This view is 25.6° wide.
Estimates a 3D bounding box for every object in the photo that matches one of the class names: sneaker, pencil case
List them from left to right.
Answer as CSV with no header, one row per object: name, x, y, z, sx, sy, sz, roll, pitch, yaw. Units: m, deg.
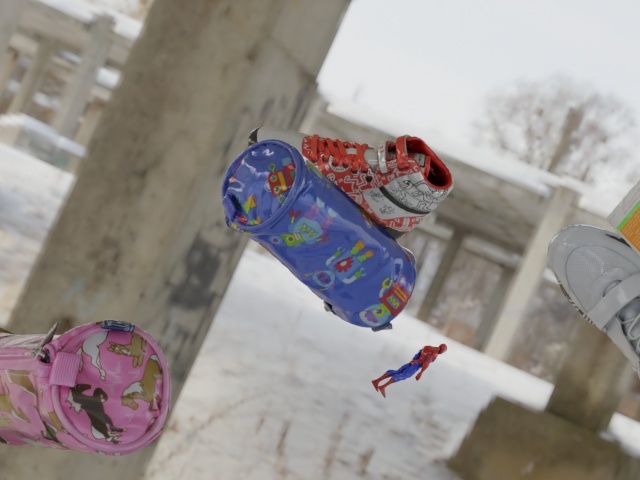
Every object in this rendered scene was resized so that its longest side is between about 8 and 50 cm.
pencil case,-0.337,0.177,1.717,0.160,0.167,0.386,-21,7,-35
pencil case,0.000,0.000,1.731,0.306,0.133,0.119,41,12,-45
sneaker,0.048,-0.108,1.866,0.270,0.090,0.145,29,-46,-24
sneaker,0.482,0.119,2.071,0.366,0.137,0.210,46,8,3

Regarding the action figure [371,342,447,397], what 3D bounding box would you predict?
action figure,0.126,0.175,1.935,0.030,0.115,0.038,60,-12,-21

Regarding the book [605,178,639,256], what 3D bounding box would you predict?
book,0.394,-0.009,1.550,0.035,0.096,0.144,2,42,-44
